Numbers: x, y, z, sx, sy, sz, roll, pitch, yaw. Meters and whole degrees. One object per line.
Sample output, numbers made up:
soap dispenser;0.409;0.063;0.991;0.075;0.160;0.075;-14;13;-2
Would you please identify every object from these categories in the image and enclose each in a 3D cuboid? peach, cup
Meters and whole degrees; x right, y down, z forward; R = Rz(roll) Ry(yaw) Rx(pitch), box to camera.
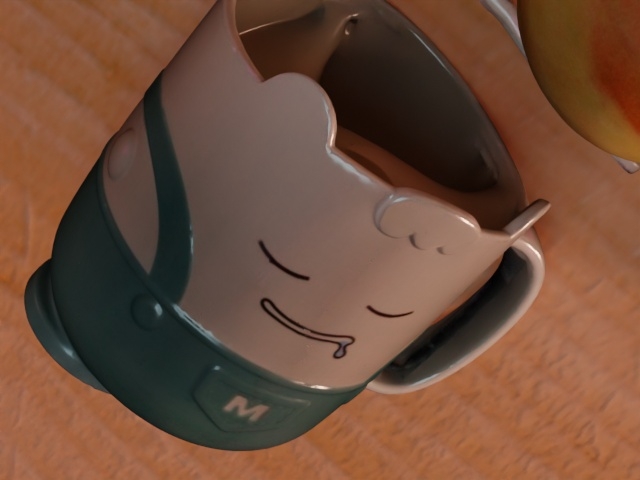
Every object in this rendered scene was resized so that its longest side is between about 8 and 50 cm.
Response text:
peach;0.194;-0.132;0.812;0.184;0.184;0.184;6;114;14
cup;0.000;0.000;0.917;0.289;0.219;0.257;24;124;-31

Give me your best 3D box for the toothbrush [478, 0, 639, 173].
toothbrush;0.096;-0.159;0.909;0.029;0.025;0.307;-42;97;19
